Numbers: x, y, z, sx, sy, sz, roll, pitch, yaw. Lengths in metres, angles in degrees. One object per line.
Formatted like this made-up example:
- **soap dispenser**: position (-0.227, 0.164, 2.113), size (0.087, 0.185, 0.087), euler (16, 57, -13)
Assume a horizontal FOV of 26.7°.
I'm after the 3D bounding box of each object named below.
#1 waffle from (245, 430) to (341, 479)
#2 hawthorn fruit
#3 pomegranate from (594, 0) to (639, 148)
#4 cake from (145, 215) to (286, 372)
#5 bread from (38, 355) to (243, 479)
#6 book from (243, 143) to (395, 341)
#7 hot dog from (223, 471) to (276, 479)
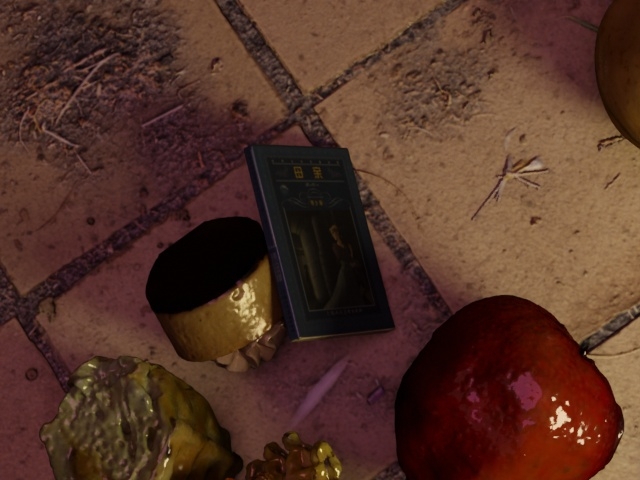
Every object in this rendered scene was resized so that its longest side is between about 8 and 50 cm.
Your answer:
- **waffle**: position (-0.016, 0.414, 1.733), size (0.312, 0.060, 0.307), euler (51, 125, 34)
- **hawthorn fruit**: position (0.212, 0.225, 1.694), size (0.307, 0.265, 0.265), euler (-42, 76, 7)
- **pomegranate**: position (0.496, -0.239, 1.732), size (0.307, 0.307, 0.307), euler (-2, 79, 9)
- **cake**: position (-0.117, 0.091, 1.829), size (0.185, 0.178, 0.208), euler (-20, 38, 16)
- **bread**: position (-0.229, 0.277, 1.765), size (0.196, 0.252, 0.239), euler (-30, 72, 7)
- **book**: position (0.000, 0.000, 1.815), size (0.025, 0.191, 0.269), euler (-25, 74, 41)
- **hot dog**: position (-0.153, 0.429, 1.717), size (0.117, 0.158, 0.349), euler (53, 123, 41)
